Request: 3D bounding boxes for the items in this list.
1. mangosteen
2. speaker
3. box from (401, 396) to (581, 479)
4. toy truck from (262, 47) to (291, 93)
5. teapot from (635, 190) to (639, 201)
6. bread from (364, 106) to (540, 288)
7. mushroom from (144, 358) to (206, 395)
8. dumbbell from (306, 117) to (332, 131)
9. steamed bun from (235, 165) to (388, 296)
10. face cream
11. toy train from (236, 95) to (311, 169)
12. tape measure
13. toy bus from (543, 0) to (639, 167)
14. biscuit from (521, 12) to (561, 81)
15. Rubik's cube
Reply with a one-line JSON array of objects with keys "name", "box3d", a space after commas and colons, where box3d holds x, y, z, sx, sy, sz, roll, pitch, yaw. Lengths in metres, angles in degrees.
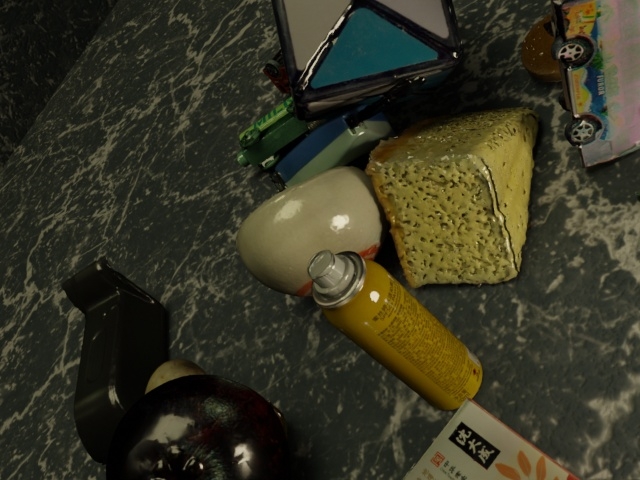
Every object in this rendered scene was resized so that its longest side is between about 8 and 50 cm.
[{"name": "mangosteen", "box3d": [-0.188, 0.361, 1.246, 0.300, 0.300, 0.300, -25, 43, 26]}, {"name": "speaker", "box3d": [-0.443, 0.244, 1.646, 0.180, 0.184, 0.388, -32, 41, 19]}, {"name": "box", "box3d": [0.216, 0.429, 0.901, 0.344, 0.122, 0.385, -51, 38, -5]}, {"name": "toy truck", "box3d": [-0.016, -0.421, 1.872, 0.253, 0.114, 0.107, 5, 50, 47]}, {"name": "teapot", "box3d": [0.505, -0.077, 1.137, 0.083, 0.063, 0.049, -49, 6, 3]}, {"name": "bread", "box3d": [0.256, -0.082, 1.361, 0.248, 0.279, 0.315, -6, 11, 40]}, {"name": "mushroom", "box3d": [-0.259, 0.306, 1.469, 0.166, 0.127, 0.166, -34, 48, 49]}, {"name": "dumbbell", "box3d": [0.120, -0.376, 1.654, 0.406, 0.179, 0.179, -46, 38, 1]}, {"name": "steamed bun", "box3d": [0.000, 0.000, 1.393, 0.283, 0.283, 0.177, -33, 80, 18]}, {"name": "face cream", "box3d": [0.101, 0.121, 1.096, 0.105, 0.349, 0.105, -25, 43, 26]}, {"name": "toy train", "box3d": [-0.089, -0.267, 1.830, 0.253, 0.105, 0.157, -34, 26, 14]}, {"name": "tape measure", "box3d": [0.084, -0.202, 1.439, 0.351, 0.215, 0.097, -36, 78, 31]}, {"name": "toy bus", "box3d": [0.415, -0.256, 1.165, 0.138, 0.317, 0.112, -12, 46, 18]}, {"name": "biscuit", "box3d": [0.464, -0.354, 1.408, 0.208, 0.049, 0.181, -5, 54, 41]}, {"name": "Rubik's cube", "box3d": [0.072, -0.399, 1.415, 0.305, 0.310, 0.307, -11, 0, 0]}]
